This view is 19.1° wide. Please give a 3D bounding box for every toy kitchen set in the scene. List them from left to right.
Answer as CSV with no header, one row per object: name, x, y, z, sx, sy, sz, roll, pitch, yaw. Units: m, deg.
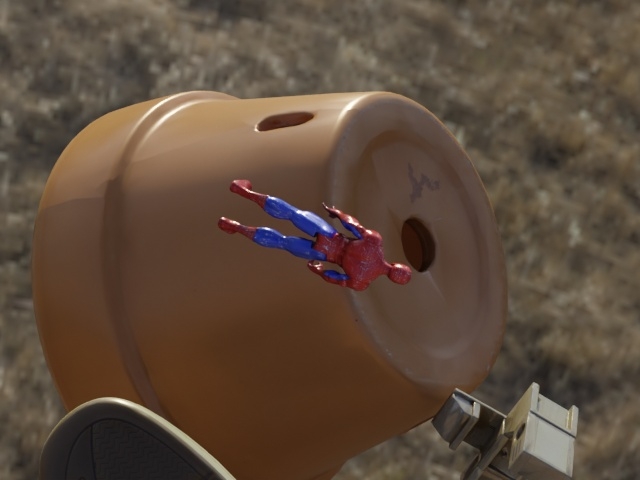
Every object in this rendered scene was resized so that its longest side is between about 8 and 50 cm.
toy kitchen set,0.100,0.130,1.123,0.068,0.083,0.075,30,29,-6

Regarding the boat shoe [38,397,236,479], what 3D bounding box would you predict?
boat shoe,-0.041,0.207,1.074,0.302,0.109,0.098,46,8,-5

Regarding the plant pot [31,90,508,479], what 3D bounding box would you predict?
plant pot,-0.015,0.026,1.238,0.203,0.291,0.291,-16,20,36

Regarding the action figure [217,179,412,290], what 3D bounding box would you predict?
action figure,0.000,0.000,1.019,0.115,0.038,0.030,24,4,31
